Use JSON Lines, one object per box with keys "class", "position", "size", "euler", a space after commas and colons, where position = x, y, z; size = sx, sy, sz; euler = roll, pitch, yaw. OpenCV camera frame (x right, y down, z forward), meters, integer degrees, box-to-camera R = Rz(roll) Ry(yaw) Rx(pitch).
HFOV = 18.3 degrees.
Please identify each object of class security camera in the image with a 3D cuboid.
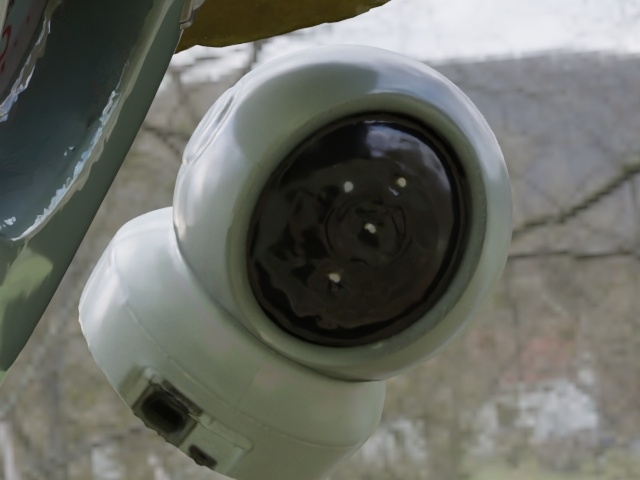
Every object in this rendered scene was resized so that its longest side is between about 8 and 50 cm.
{"class": "security camera", "position": [0.000, 0.000, 1.109], "size": [0.194, 0.194, 0.236], "euler": [8, -52, -53]}

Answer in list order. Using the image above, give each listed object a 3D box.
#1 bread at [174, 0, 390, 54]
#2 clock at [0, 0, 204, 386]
{"class": "bread", "position": [-0.106, -0.291, 0.957], "size": [0.245, 0.361, 0.233], "euler": [-12, 28, 11]}
{"class": "clock", "position": [-0.093, -0.113, 0.526], "size": [0.109, 0.265, 0.324], "euler": [21, -40, 4]}
